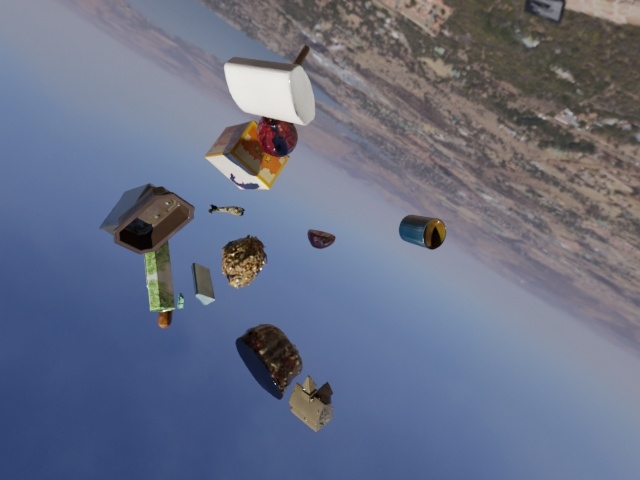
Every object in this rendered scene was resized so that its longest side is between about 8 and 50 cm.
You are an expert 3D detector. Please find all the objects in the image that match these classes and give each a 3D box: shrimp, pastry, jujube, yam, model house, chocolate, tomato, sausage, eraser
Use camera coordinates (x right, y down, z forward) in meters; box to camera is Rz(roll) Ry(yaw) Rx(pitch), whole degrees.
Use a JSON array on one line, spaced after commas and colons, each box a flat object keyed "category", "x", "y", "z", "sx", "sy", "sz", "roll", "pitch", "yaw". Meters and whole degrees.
[{"category": "shrimp", "x": -0.434, "y": -0.141, "z": 2.054, "sx": 0.152, "sy": 0.046, "sz": 0.219, "roll": -2, "pitch": -171, "yaw": -35}, {"category": "pastry", "x": -0.375, "y": 0.091, "z": 2.119, "sx": 0.193, "sy": 0.275, "sz": 0.275, "roll": 42, "pitch": -176, "yaw": -20}, {"category": "jujube", "x": -0.175, "y": -0.427, "z": 1.771, "sx": 0.168, "sy": 0.168, "sz": 0.236, "roll": 33, "pitch": 168, "yaw": 11}, {"category": "yam", "x": -0.076, "y": -0.672, "z": 1.662, "sx": 0.032, "sy": 0.145, "sz": 0.032, "roll": 17, "pitch": 149, "yaw": 11}, {"category": "model house", "x": -0.027, "y": 0.672, "z": 1.974, "sx": 0.176, "sy": 0.248, "sz": 0.181, "roll": -30, "pitch": -140, "yaw": -35}, {"category": "chocolate", "x": -0.216, "y": 0.530, "z": 2.068, "sx": 0.340, "sy": 0.210, "sz": 0.225, "roll": 57, "pitch": 148, "yaw": -2}, {"category": "tomato", "x": 0.000, "y": 0.000, "z": 2.403, "sx": 0.159, "sy": 0.091, "sz": 0.139, "roll": 6, "pitch": -165, "yaw": -29}, {"category": "sausage", "x": -0.838, "y": 0.319, "z": 2.424, "sx": 0.076, "sy": 0.302, "sz": 0.103, "roll": 0, "pitch": -179, "yaw": -1}, {"category": "eraser", "x": -0.152, "y": -0.447, "z": 1.338, "sx": 0.270, "sy": 0.094, "sz": 0.174, "roll": 21, "pitch": 147, "yaw": 33}]

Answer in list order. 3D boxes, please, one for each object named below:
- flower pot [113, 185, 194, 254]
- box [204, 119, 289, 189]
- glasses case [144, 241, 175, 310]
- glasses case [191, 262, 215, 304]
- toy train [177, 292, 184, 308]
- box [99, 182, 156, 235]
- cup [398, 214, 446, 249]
[{"category": "flower pot", "x": -0.549, "y": -0.077, "z": 1.461, "sx": 0.084, "sy": 0.251, "sz": 0.179, "roll": 55, "pitch": -173, "yaw": 32}, {"category": "box", "x": -0.346, "y": -0.399, "z": 2.128, "sx": 0.284, "sy": 0.213, "sz": 0.259, "roll": 7, "pitch": 150, "yaw": 51}, {"category": "glasses case", "x": -0.590, "y": 0.118, "z": 1.625, "sx": 0.095, "sy": 0.062, "sz": 0.272, "roll": 34, "pitch": -136, "yaw": -70}, {"category": "glasses case", "x": -0.637, "y": 0.231, "z": 2.396, "sx": 0.105, "sy": 0.056, "sz": 0.266, "roll": 27, "pitch": -159, "yaw": -34}, {"category": "toy train", "x": -0.638, "y": 0.276, "z": 2.047, "sx": 0.029, "sy": 0.092, "sz": 0.045, "roll": -2, "pitch": -131, "yaw": -22}, {"category": "box", "x": -0.922, "y": -0.118, "z": 2.293, "sx": 0.345, "sy": 0.251, "sz": 0.204, "roll": -2, "pitch": 145, "yaw": 48}, {"category": "cup", "x": 0.383, "y": -0.024, "z": 1.668, "sx": 0.150, "sy": 0.113, "sz": 0.138, "roll": 46, "pitch": 167, "yaw": -30}]
